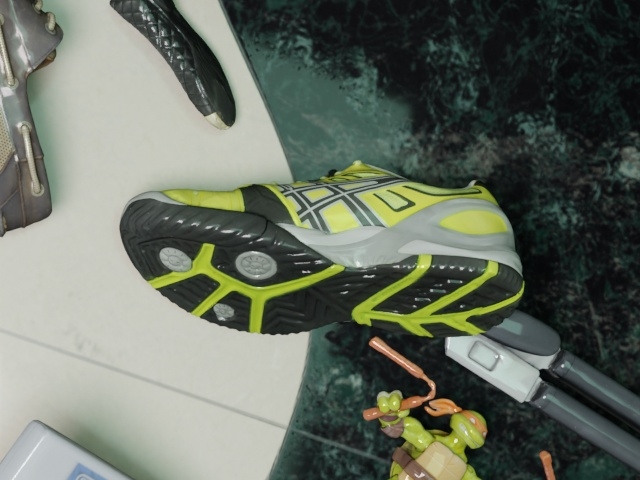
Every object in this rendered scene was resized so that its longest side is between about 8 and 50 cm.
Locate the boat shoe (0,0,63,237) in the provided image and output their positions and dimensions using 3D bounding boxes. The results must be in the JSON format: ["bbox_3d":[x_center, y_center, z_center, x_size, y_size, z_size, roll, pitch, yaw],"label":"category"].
[{"bbox_3d":[-0.307,-0.176,1.072,0.130,0.132,0.355,-5,98,-24],"label":"boat shoe"}]

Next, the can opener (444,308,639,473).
[{"bbox_3d":[0.256,0.151,1.208,0.283,0.095,0.076,32,81,-5],"label":"can opener"}]

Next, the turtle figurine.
[{"bbox_3d":[0.089,0.234,1.167,0.269,0.087,0.217,43,86,-18],"label":"turtle figurine"}]

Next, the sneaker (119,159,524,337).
[{"bbox_3d":[0.000,0.000,1.147,0.385,0.145,0.147,8,48,-6],"label":"sneaker"}]

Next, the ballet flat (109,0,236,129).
[{"bbox_3d":[-0.139,-0.180,1.152,0.049,0.057,0.173,-31,96,27],"label":"ballet flat"}]

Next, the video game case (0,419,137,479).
[{"bbox_3d":[-0.218,0.356,1.033,0.329,0.036,0.300,43,77,-38],"label":"video game case"}]
